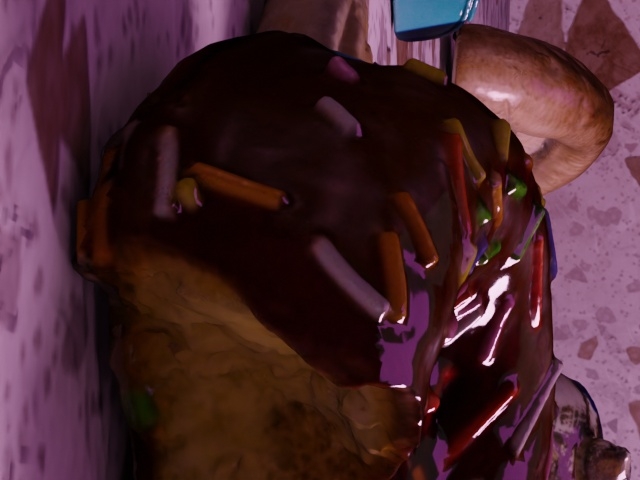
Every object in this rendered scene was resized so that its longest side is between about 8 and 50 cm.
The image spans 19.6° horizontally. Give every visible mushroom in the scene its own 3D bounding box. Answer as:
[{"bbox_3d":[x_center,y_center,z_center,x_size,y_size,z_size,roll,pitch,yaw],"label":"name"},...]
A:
[{"bbox_3d":[0.192,-0.111,1.690,0.285,0.151,0.156,69,22,-70],"label":"mushroom"}]

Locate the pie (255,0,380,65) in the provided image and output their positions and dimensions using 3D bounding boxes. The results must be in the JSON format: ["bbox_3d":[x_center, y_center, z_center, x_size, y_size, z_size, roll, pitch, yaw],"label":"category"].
[{"bbox_3d":[0.000,0.000,0.709,0.195,0.046,0.195,0,90,-81],"label":"pie"}]

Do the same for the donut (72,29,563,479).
[{"bbox_3d":[0.010,0.059,0.517,0.216,0.096,0.230,11,82,-70],"label":"donut"}]

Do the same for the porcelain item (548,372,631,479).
[{"bbox_3d":[0.088,0.198,1.109,0.186,0.138,0.288,-173,-95,-70],"label":"porcelain item"}]

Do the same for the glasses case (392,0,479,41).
[{"bbox_3d":[0.092,-0.258,1.258,0.301,0.070,0.117,-81,169,-53],"label":"glasses case"}]
